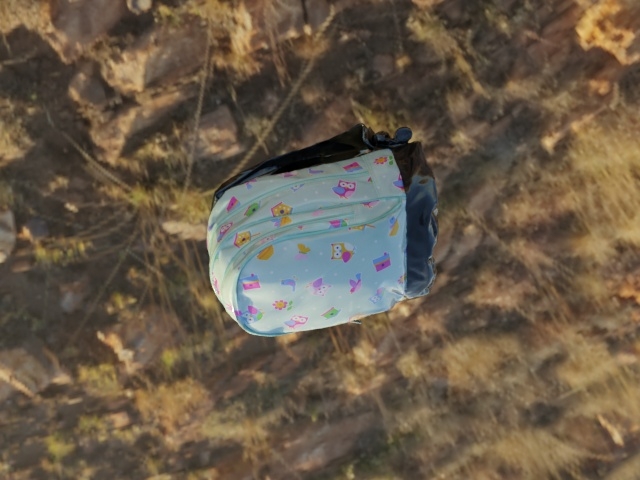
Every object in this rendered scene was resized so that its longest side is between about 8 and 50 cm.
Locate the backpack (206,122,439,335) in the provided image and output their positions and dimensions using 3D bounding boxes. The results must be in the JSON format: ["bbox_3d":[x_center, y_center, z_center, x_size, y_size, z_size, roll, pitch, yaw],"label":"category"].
[{"bbox_3d":[0.000,0.000,0.747,0.181,0.115,0.152,-10,125,-8],"label":"backpack"}]
